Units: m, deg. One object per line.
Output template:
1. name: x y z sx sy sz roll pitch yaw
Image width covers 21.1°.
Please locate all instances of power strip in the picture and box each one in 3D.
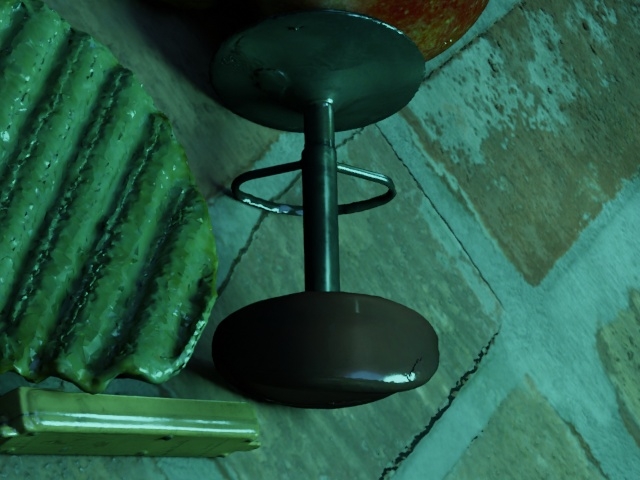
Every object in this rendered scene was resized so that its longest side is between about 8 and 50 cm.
1. power strip: -0.174 0.162 1.514 0.305 0.064 0.044 8 60 -42

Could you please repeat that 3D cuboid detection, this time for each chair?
1. chair: 0.000 0.000 1.660 0.226 0.226 0.401 22 54 -35

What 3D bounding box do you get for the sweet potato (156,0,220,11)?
1. sweet potato: -0.204 -0.314 1.737 0.292 0.097 0.097 26 51 -31

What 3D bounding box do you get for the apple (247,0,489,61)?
1. apple: 0.044 -0.342 1.813 0.277 0.348 0.348 -14 74 -4

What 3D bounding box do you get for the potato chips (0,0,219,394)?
1. potato chips: -0.249 -0.047 1.536 0.358 0.070 0.429 27 45 -15
